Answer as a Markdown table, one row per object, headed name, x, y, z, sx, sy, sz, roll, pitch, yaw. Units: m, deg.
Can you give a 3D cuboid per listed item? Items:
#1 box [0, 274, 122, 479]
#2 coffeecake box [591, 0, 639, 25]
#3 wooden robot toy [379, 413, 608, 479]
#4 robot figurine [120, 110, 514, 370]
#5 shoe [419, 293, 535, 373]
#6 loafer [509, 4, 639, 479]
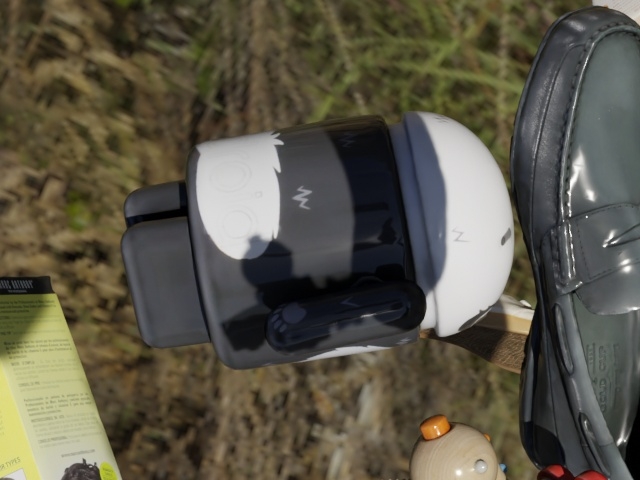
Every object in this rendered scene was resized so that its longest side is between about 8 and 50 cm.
| name | x | y | z | sx | sy | sz | roll | pitch | yaw |
| --- | --- | --- | --- | --- | --- | --- | --- | --- | --- |
| box | -0.169 | 0.136 | 1.090 | 0.058 | 0.087 | 0.232 | -26 | 79 | 23 |
| coffeecake box | 0.301 | -0.253 | 1.537 | 0.142 | 0.068 | 0.185 | -34 | 41 | 39 |
| wooden robot toy | 0.065 | 0.099 | 0.746 | 0.076 | 0.079 | 0.173 | -38 | 17 | -24 |
| robot figurine | 0.000 | 0.003 | 1.311 | 0.278 | 0.173 | 0.209 | -9 | 67 | 0 |
| shoe | 0.135 | 0.062 | 1.536 | 0.219 | 0.076 | 0.058 | 14 | 60 | 6 |
| loafer | 0.130 | 0.009 | 0.799 | 0.078 | 0.076 | 0.223 | 23 | 120 | 54 |
